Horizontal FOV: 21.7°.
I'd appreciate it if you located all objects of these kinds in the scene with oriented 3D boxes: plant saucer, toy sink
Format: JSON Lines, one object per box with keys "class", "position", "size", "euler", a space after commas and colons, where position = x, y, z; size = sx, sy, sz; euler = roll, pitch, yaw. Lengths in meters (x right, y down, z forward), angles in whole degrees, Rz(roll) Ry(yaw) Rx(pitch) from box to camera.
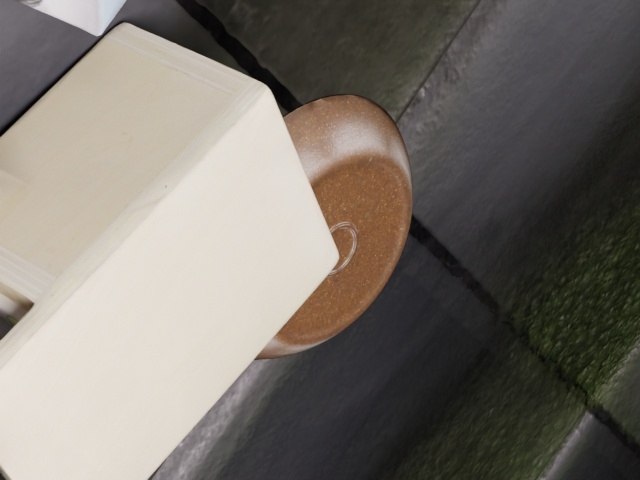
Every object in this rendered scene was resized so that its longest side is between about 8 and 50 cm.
{"class": "plant saucer", "position": [0.000, 0.000, 1.124], "size": [0.198, 0.036, 0.198], "euler": [-28, 134, -34]}
{"class": "toy sink", "position": [-0.124, 0.022, 0.916], "size": [0.234, 0.131, 0.153], "euler": [-49, 143, -20]}

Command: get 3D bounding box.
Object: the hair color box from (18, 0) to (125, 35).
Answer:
{"class": "hair color box", "position": [-0.131, -0.252, 0.551], "size": [0.113, 0.185, 0.374], "euler": [-60, 169, -29]}
